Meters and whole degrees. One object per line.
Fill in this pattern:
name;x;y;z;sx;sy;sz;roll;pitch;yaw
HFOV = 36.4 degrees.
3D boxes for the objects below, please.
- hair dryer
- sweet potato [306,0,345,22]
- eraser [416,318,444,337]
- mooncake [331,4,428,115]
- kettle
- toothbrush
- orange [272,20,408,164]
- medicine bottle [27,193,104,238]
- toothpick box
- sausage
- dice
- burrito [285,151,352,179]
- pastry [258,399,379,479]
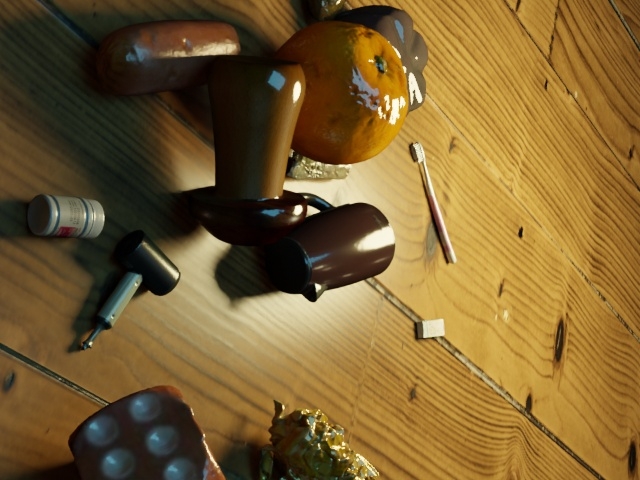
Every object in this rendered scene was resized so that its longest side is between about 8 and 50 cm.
hair dryer;-0.291;0.088;1.434;0.100;0.057;0.198;52;56;-31
sweet potato;0.037;-0.529;1.930;0.075;0.075;0.273;52;43;-32
eraser;0.235;0.188;2.078;0.083;0.019;0.038;2;84;-50
mooncake;0.116;-0.352;1.948;0.245;0.133;0.245;1;88;-55
kettle;0.000;0.000;1.737;0.232;0.144;0.202;-17;77;-48
toothbrush;0.250;-0.080;2.145;0.025;0.020;0.286;-30;106;-40
orange;0.030;-0.261;1.732;0.261;0.261;0.261;12;74;-49
medicine bottle;-0.355;-0.033;1.359;0.091;0.058;0.058;4;80;-51
toothpick box;-0.107;-0.138;1.537;0.192;0.192;0.294;-12;112;-51
sausage;-0.240;-0.285;1.507;0.259;0.113;0.113;-20;99;-52
dice;-0.226;0.309;1.306;0.174;0.175;0.179;-23;148;-16
burrito;-0.003;-0.139;1.823;0.171;0.042;0.051;1;112;-46
pastry;-0.012;0.382;1.657;0.250;0.154;0.102;49;20;-26
